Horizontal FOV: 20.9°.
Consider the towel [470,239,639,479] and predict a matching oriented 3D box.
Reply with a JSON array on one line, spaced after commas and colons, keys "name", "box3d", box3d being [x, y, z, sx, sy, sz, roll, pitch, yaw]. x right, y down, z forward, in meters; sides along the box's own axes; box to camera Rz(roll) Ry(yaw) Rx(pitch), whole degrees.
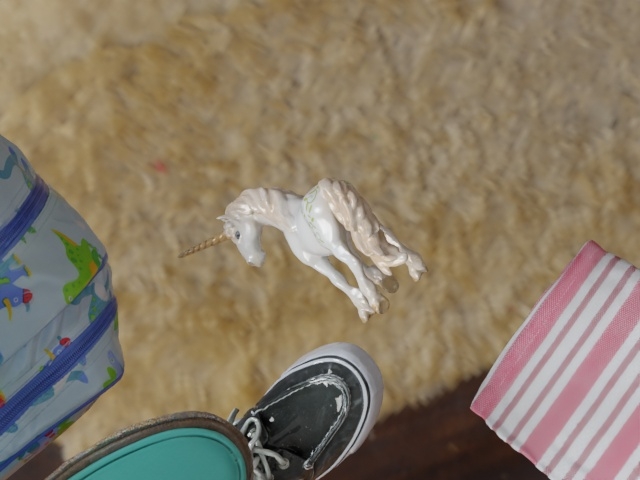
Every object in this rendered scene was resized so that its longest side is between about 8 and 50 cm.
[{"name": "towel", "box3d": [0.198, 0.101, 1.116, 0.029, 0.197, 0.144, 30, 96, -47]}]

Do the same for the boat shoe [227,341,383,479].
[{"name": "boat shoe", "box3d": [-0.060, 0.220, 1.764, 0.306, 0.105, 0.113, -39, 87, 28]}]

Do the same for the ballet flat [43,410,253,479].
[{"name": "ballet flat", "box3d": [-0.174, 0.214, 1.058, 0.316, 0.106, 0.107, -41, 99, -7]}]

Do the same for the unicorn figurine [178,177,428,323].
[{"name": "unicorn figurine", "box3d": [0.000, 0.000, 1.034, 0.111, 0.162, 0.060, 44, 56, -1]}]

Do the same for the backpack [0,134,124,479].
[{"name": "backpack", "box3d": [-0.297, 0.084, 1.081, 0.273, 0.290, 0.355, 36, 82, -14]}]
